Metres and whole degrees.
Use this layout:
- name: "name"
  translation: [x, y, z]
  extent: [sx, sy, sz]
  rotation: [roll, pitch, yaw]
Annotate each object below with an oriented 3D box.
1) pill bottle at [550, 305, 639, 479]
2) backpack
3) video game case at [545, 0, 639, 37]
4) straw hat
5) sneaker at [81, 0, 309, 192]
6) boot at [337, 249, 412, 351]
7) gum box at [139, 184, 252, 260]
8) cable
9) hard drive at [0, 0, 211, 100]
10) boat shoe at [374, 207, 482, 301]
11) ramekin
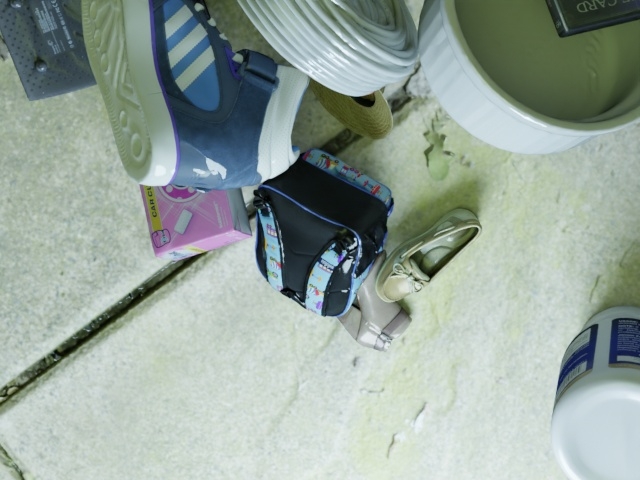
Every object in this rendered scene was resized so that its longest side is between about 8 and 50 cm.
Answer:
- name: "pill bottle"
  translation: [0.344, 0.174, 1.671]
  extent: [0.153, 0.265, 0.153]
  rotation: [4, 108, 12]
- name: "backpack"
  translation: [0.000, 0.000, 1.771]
  extent: [0.158, 0.117, 0.173]
  rotation: [28, 140, 19]
- name: "video game case"
  translation: [0.290, -0.360, 1.552]
  extent: [0.196, 0.026, 0.274]
  rotation: [-15, 81, -21]
- name: "straw hat"
  translation: [0.049, -0.193, 1.733]
  extent: [0.144, 0.144, 0.061]
  rotation: [44, 67, -3]
- name: "sneaker"
  translation: [-0.133, -0.212, 1.707]
  extent: [0.130, 0.236, 0.323]
  rotation: [-34, 66, 54]
- name: "boot"
  translation: [0.076, 0.078, 1.824]
  extent: [0.087, 0.042, 0.118]
  rotation: [33, 109, -7]
- name: "gum box"
  translation: [-0.161, -0.081, 1.783]
  extent: [0.107, 0.062, 0.188]
  rotation: [-17, 78, 16]
- name: "cable"
  translation: [0.002, -0.267, 1.579]
  extent: [0.089, 0.257, 0.257]
  rotation: [-35, 116, 23]
- name: "hard drive"
  translation: [-0.264, -0.283, 1.781]
  extent: [0.254, 0.054, 0.172]
  rotation: [-18, 102, 15]
- name: "boat shoe"
  translation: [0.129, 0.022, 1.773]
  extent: [0.153, 0.048, 0.056]
  rotation: [-37, 109, 7]
- name: "ramekin"
  translation: [0.239, -0.226, 1.585]
  extent: [0.277, 0.135, 0.277]
  rotation: [4, 74, -16]
